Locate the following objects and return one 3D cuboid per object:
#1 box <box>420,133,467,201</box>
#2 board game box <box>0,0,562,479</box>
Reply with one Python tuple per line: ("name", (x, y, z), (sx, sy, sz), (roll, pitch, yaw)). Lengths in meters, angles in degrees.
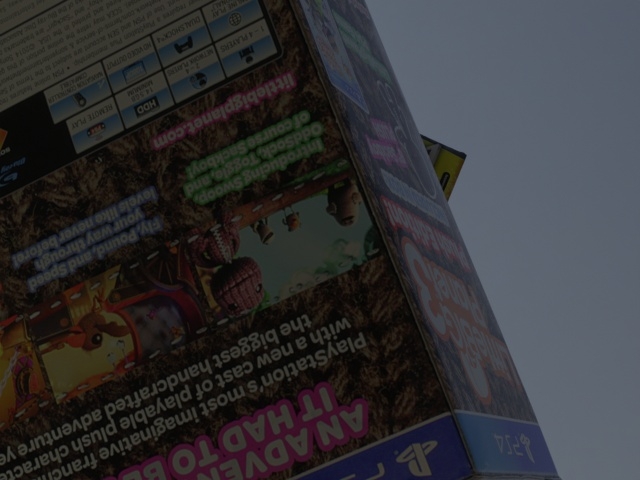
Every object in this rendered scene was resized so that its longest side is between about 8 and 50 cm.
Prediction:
("box", (0.000, 0.000, 1.372), (0.159, 0.233, 0.044), (24, -29, 0))
("board game box", (-0.066, 0.013, 0.769), (0.232, 0.291, 0.141), (-25, -16, 16))
